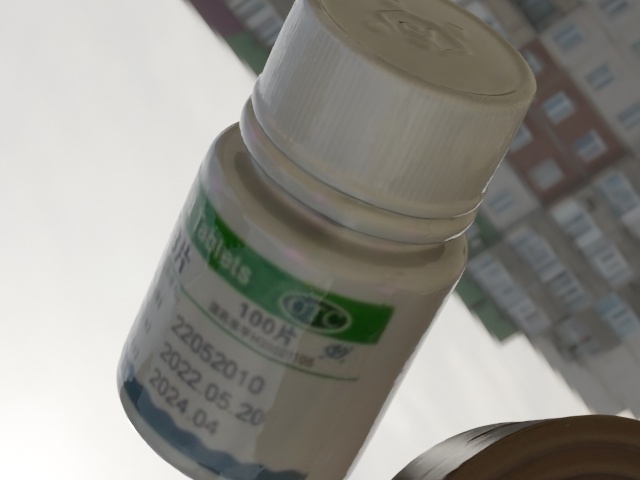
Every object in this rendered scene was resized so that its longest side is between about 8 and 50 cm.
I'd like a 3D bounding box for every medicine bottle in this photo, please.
[{"bbox_3d":[0.000,0.000,0.764,0.139,0.236,0.139,19,-149,-12],"label":"medicine bottle"}]

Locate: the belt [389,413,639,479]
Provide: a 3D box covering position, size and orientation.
[{"bbox_3d":[0.078,0.239,0.652,0.217,0.338,0.122,16,170,-6],"label":"belt"}]
